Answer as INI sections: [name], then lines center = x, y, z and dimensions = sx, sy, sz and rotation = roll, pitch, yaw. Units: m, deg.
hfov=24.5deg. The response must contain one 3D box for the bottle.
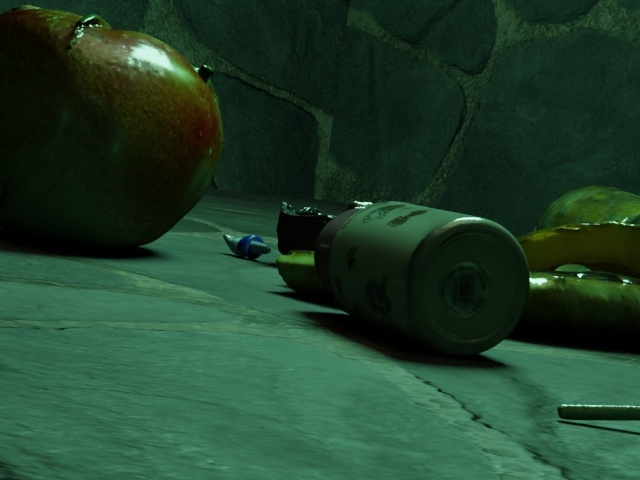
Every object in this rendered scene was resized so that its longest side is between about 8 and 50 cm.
[bottle]
center = 0.069, 0.023, 1.208
dimensions = 0.110, 0.110, 0.233
rotation = 7, 3, -24

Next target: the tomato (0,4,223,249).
[tomato]
center = -0.261, -0.112, 1.611
dimensions = 0.303, 0.239, 0.303
rotation = 15, -7, 2

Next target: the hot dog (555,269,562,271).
[hot dog]
center = 0.281, 0.055, 1.752
dimensions = 0.144, 0.038, 0.062
rotation = 12, 7, 7

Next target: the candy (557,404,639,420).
[candy]
center = 0.239, 0.102, 0.884
dimensions = 0.194, 0.062, 0.058
rotation = 0, 48, 0

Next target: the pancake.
[pancake]
center = 0.168, 0.057, 1.438
dimensions = 0.427, 0.067, 0.305
rotation = 6, -4, -15

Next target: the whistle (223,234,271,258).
[whistle]
center = -0.087, 0.006, 1.762
dimensions = 0.033, 0.029, 0.083
rotation = 44, -22, -30

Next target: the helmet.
[helmet]
center = 0.000, 0.000, 1.736
dimensions = 0.123, 0.070, 0.098
rotation = 14, 4, -44

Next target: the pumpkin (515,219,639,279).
[pumpkin]
center = 0.392, 0.034, 1.640
dimensions = 0.258, 0.095, 0.290
rotation = 10, -4, 45

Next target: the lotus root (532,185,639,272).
[lotus root]
center = 0.419, 0.005, 2.058
dimensions = 0.267, 0.149, 0.260
rotation = 10, 3, -29
